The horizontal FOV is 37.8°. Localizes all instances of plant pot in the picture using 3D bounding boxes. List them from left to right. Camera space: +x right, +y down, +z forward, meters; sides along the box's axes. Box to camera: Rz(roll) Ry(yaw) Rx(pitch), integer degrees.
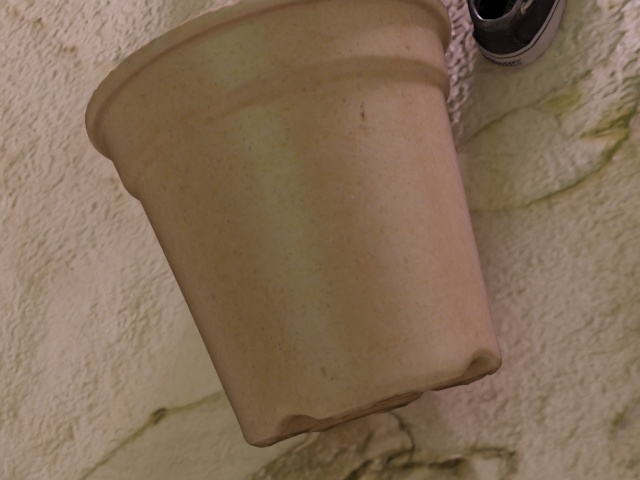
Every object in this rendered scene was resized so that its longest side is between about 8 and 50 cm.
[{"bbox_3d":[0.000,0.000,0.800,0.334,0.334,0.305,-22,76,17],"label":"plant pot"}]

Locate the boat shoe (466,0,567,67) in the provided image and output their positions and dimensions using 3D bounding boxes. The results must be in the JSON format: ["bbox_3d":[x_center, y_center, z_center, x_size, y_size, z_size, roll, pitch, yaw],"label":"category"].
[{"bbox_3d":[0.209,-0.324,0.909,0.108,0.102,0.301,17,81,28],"label":"boat shoe"}]
